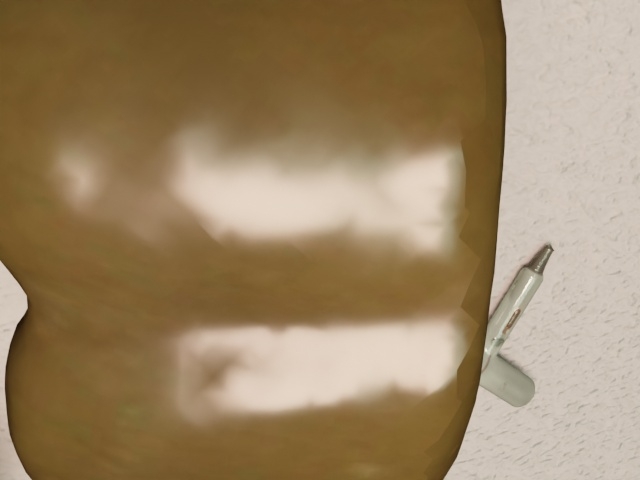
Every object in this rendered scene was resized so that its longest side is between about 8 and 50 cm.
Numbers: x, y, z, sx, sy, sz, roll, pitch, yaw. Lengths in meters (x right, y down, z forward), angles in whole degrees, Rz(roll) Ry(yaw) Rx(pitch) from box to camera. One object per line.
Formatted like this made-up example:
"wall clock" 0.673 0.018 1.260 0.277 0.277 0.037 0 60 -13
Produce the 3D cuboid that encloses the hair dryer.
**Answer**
"hair dryer" 0.225 0.088 0.884 0.155 0.044 0.183 35 102 -26

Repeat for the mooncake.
"mooncake" -0.035 -0.046 0.543 0.262 0.467 0.466 1 117 3
